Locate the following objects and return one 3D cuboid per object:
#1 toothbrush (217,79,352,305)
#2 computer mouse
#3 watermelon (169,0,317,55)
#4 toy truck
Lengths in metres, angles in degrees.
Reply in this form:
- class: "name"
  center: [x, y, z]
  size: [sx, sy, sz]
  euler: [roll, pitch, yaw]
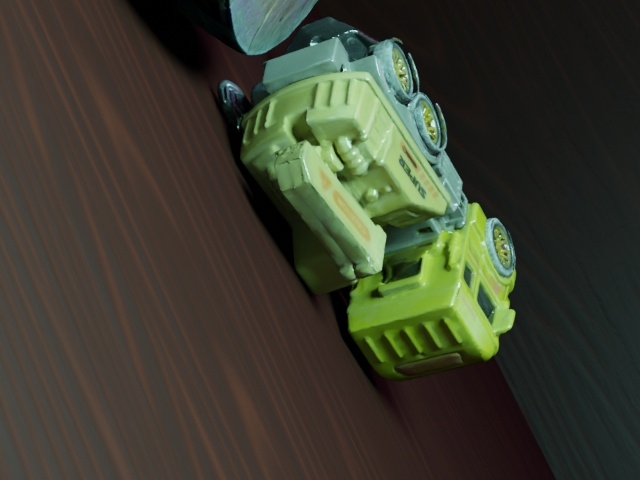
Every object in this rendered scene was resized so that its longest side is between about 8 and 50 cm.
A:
- class: "toothbrush"
  center: [0.000, -0.002, 1.277]
  size: [0.321, 0.023, 0.031]
  euler: [57, 16, -36]
- class: "computer mouse"
  center: [0.033, -0.149, 1.770]
  size: [0.231, 0.126, 0.071]
  euler: [52, -9, -36]
- class: "watermelon"
  center: [-0.084, -0.282, 1.117]
  size: [0.222, 0.292, 0.319]
  euler: [33, 45, 5]
- class: "toy truck"
  center: [0.042, -0.011, 1.187]
  size: [0.272, 0.124, 0.157]
  euler: [57, 31, -34]
